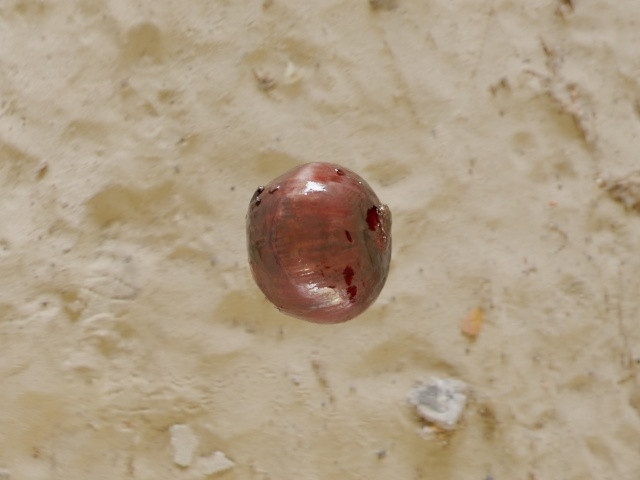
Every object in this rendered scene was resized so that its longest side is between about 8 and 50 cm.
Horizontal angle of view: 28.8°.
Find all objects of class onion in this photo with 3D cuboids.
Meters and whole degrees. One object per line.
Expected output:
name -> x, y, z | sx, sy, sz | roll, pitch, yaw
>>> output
onion -> 0.000, 0.000, 0.979 | 0.131, 0.131, 0.131 | 2, 84, -22
